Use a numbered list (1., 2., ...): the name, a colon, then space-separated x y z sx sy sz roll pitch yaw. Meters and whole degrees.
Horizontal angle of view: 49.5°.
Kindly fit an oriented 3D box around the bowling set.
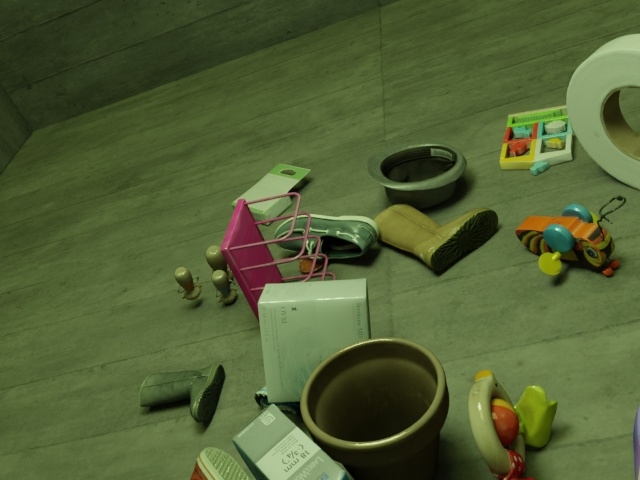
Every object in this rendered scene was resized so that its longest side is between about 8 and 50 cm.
1. bowling set: -0.242 0.107 1.928 0.287 0.154 0.200 -35 54 -16

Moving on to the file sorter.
1. file sorter: -0.093 0.053 1.744 0.182 0.291 0.202 -10 37 17

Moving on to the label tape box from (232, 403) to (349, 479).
1. label tape box: 0.010 0.462 1.177 0.106 0.241 0.333 -37 37 -19

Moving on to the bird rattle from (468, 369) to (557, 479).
1. bird rattle: 0.307 0.344 1.193 0.143 0.207 0.253 -23 20 38

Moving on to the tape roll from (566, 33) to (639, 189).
1. tape roll: 0.736 -0.273 1.555 0.072 0.392 0.392 -40 37 -19

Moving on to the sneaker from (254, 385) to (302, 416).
1. sneaker: -0.055 0.337 1.538 0.190 0.071 0.083 4 38 36

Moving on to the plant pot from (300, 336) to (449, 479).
1. plant pot: 0.116 0.344 1.259 0.262 0.229 0.263 -13 32 8

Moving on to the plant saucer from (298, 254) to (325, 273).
1. plant saucer: -0.021 0.063 1.925 0.083 0.013 0.084 -17 36 13

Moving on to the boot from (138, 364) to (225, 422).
1. boot: -0.347 0.373 1.670 0.208 0.076 0.190 -7 24 14

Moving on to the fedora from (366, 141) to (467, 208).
1. fedora: 0.271 -0.171 1.944 0.275 0.124 0.244 -15 37 -5

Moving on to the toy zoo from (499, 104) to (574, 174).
1. toy zoo: 0.613 -0.282 1.958 0.192 0.030 0.293 -5 39 27

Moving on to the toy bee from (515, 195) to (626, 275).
1. toy bee: 0.565 0.013 1.522 0.195 0.162 0.298 -36 10 -1

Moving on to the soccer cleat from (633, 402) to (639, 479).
1. soccer cleat: 0.533 0.371 1.068 0.108 0.116 0.318 -7 38 25

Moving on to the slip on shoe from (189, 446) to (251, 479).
1. slip on shoe: -0.159 0.535 1.323 0.331 0.123 0.101 38 100 48

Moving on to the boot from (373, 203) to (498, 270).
1. boot: 0.289 -0.045 1.806 0.236 0.089 0.269 -30 31 -15

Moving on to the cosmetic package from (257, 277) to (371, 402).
1. cosmetic package: -0.005 0.209 1.465 0.224 0.224 0.138 -4 13 3

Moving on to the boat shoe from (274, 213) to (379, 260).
1. boat shoe: 0.000 0.000 1.878 0.319 0.116 0.099 -3 42 30

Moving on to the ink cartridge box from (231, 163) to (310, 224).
1. ink cartridge box: -0.153 -0.154 2.262 0.171 0.056 0.235 17 49 44
